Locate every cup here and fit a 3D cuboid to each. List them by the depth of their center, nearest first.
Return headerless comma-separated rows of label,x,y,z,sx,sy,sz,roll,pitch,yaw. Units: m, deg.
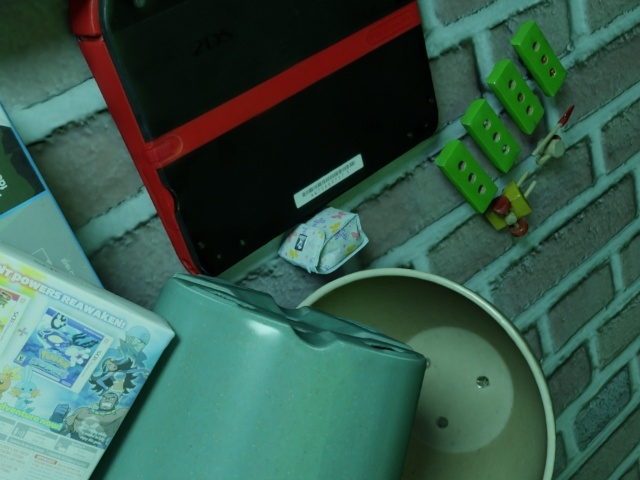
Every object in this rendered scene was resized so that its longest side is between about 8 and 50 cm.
cup,0.127,0.196,0.882,0.237,0.331,0.331,2,102,-64

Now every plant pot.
plant pot,-0.070,0.224,0.683,0.341,0.341,0.334,20,89,-39

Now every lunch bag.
lunch bag,0.000,0.000,0.855,0.083,0.071,0.053,-40,124,-22

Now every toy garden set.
toy garden set,0.268,-0.144,1.038,0.204,0.049,0.244,42,75,-35

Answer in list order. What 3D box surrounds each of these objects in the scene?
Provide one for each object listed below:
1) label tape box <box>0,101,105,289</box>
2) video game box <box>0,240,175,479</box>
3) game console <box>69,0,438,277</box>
label tape box,-0.360,0.066,0.573,0.348,0.115,0.249,-35,121,-27
video game box,-0.243,0.101,0.543,0.205,0.048,0.187,31,92,-27
game console,-0.040,-0.188,0.792,0.386,0.060,0.342,-34,126,-25
